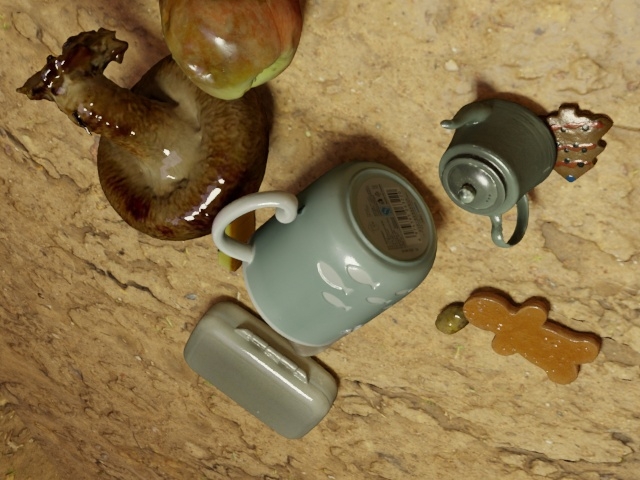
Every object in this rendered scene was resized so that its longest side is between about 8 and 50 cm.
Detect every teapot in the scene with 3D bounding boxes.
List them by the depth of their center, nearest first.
[{"bbox_3d":[0.251,-0.096,1.099,0.162,0.149,0.239,-4,125,45],"label":"teapot"}]

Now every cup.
[{"bbox_3d":[0.000,0.000,1.258,0.356,0.259,0.274,21,143,-29],"label":"cup"}]

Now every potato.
[{"bbox_3d":[0.255,0.151,1.421,0.051,0.040,0.083,49,137,0],"label":"potato"}]

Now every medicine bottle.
[{"bbox_3d":[-0.148,0.317,1.791,0.375,0.123,0.282,36,138,0],"label":"medicine bottle"}]

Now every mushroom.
[{"bbox_3d":[-0.259,-0.182,1.263,0.334,0.331,0.356,59,-179,18],"label":"mushroom"}]

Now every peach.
[{"bbox_3d":[-0.152,-0.339,1.127,0.235,0.214,0.214,46,139,1],"label":"peach"}]

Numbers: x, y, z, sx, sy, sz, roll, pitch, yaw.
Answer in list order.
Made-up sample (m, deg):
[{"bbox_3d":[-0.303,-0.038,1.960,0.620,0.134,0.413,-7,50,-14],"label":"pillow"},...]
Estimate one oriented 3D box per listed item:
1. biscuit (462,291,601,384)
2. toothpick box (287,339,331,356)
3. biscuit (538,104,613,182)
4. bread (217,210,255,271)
[{"bbox_3d":[0.379,0.165,1.353,0.250,0.036,0.165,28,138,5],"label":"biscuit"},{"bbox_3d":[-0.043,0.147,1.570,0.111,0.111,0.181,-4,124,37],"label":"toothpick box"},{"bbox_3d":[0.369,-0.140,1.089,0.119,0.019,0.130,5,130,32],"label":"biscuit"},{"bbox_3d":[-0.172,-0.040,1.507,0.049,0.088,0.226,26,137,18],"label":"bread"}]
